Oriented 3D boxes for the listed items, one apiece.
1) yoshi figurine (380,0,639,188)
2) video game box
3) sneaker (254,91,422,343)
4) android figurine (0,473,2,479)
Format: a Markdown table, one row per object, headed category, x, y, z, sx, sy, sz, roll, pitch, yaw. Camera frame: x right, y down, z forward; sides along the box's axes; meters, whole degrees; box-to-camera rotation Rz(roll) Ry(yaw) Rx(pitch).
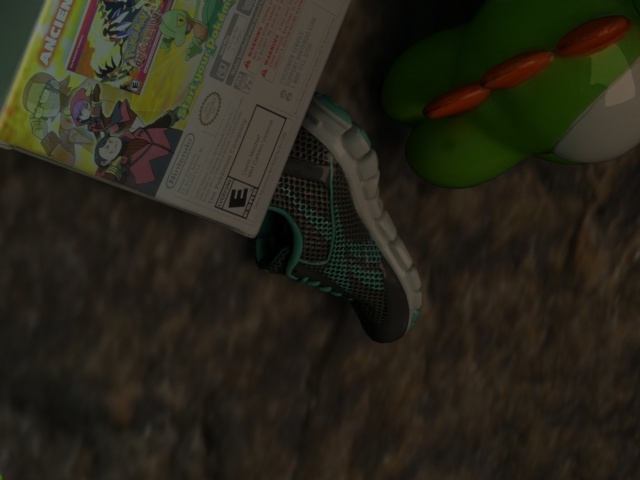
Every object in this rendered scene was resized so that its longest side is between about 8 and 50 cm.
| category | x | y | z | sx | sy | sz | roll | pitch | yaw |
| --- | --- | --- | --- | --- | --- | --- | --- | --- | --- |
| yoshi figurine | 0.209 | -0.134 | 1.008 | 0.203 | 0.362 | 0.203 | 40 | 35 | -47 |
| video game box | -0.062 | -0.120 | 0.873 | 0.187 | 0.048 | 0.205 | 22 | 90 | -54 |
| sneaker | 0.000 | 0.000 | 1.007 | 0.076 | 0.065 | 0.166 | -34 | 130 | -13 |
| android figurine | -0.229 | 0.093 | 0.732 | 0.248 | 0.056 | 0.273 | 30 | 72 | -46 |
